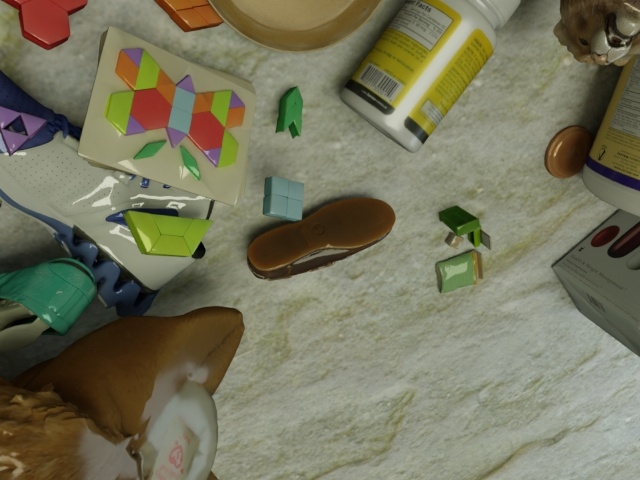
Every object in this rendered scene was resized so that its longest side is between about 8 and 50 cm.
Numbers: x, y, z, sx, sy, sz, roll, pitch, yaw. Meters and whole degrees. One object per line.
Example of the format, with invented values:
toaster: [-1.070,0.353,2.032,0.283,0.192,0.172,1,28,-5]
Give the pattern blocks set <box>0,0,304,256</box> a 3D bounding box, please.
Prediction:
pattern blocks set: [-0.148,-0.126,0.562,0.325,0.026,0.285,-2,86,-38]

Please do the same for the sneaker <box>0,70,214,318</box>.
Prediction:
sneaker: [-0.223,-0.068,0.608,0.182,0.127,0.315,-33,129,-6]

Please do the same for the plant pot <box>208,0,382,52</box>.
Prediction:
plant pot: [-0.027,-0.326,0.591,0.236,0.032,0.236,-9,119,-17]

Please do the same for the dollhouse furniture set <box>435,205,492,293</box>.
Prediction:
dollhouse furniture set: [0.221,0.025,0.843,0.076,0.058,0.151,-19,120,-9]

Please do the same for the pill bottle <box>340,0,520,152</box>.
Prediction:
pill bottle: [0.129,-0.220,0.651,0.119,0.119,0.208,31,102,-30]

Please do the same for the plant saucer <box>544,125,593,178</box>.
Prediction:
plant saucer: [0.384,-0.134,0.848,0.083,0.013,0.083,-9,119,-16]

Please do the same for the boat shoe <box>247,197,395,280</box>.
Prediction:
boat shoe: [0.000,0.000,0.751,0.207,0.073,0.073,-16,157,-8]

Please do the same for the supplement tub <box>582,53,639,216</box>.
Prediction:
supplement tub: [0.525,-0.194,0.735,0.241,0.241,0.331,3,114,-21]

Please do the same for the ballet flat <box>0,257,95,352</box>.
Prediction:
ballet flat: [-0.347,0.079,0.581,0.247,0.087,0.083,-13,129,26]

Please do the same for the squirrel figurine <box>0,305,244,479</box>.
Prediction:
squirrel figurine: [-0.322,0.217,0.572,0.370,0.397,0.281,-4,84,22]

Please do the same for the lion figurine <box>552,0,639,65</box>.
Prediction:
lion figurine: [0.220,-0.359,0.545,0.392,0.240,0.142,45,74,6]

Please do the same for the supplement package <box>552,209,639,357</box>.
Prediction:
supplement package: [0.543,0.064,0.899,0.203,0.194,0.149,-41,122,3]

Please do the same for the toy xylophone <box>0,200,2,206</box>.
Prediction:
toy xylophone: [-0.394,-0.134,0.439,0.081,0.236,0.322,-20,117,0]
